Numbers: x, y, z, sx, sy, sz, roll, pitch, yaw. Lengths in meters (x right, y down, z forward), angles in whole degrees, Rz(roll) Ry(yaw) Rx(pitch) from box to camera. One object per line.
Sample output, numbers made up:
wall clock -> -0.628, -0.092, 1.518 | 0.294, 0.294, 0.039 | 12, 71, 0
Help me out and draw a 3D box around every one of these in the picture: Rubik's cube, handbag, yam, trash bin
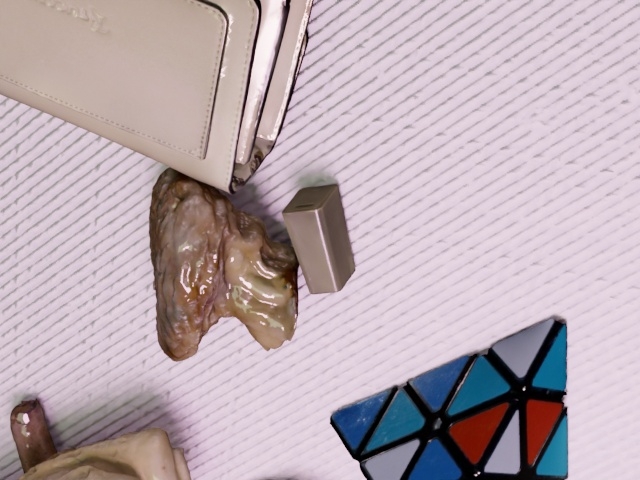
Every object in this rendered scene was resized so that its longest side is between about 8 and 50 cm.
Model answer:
Rubik's cube -> 0.179, 0.272, 1.455 | 0.284, 0.250, 0.234 | -29, 120, 24
handbag -> -0.200, -0.211, 1.372 | 0.359, 0.160, 0.236 | 23, 125, 10
yam -> -0.306, 0.301, 1.711 | 0.046, 0.046, 0.264 | -5, 112, 23
trash bin -> 0.000, 0.000, 1.447 | 0.043, 0.061, 0.092 | -5, 114, 22

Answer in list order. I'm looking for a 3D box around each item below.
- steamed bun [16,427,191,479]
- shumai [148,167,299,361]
steamed bun -> -0.299, 0.389, 1.620 | 0.428, 0.189, 0.247 | -24, 111, 32
shumai -> -0.095, 0.027, 1.459 | 0.153, 0.161, 0.209 | 3, 121, -5
